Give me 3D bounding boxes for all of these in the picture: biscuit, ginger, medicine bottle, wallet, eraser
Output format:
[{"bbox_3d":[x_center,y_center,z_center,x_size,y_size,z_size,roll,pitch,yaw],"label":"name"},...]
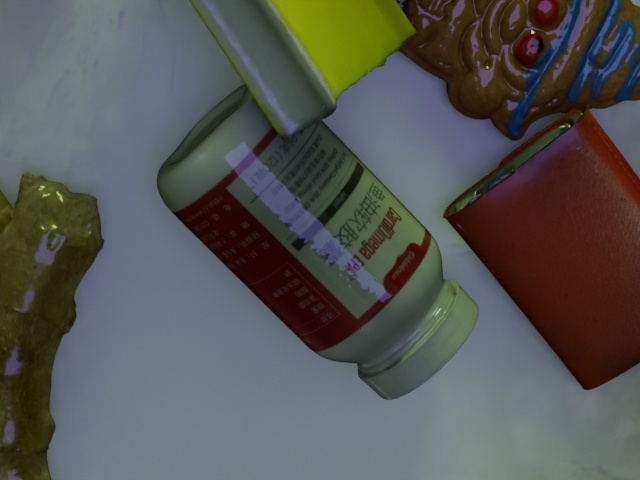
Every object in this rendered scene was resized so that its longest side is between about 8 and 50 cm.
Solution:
[{"bbox_3d":[0.153,-0.173,1.384,0.280,0.043,0.183,14,100,-11],"label":"biscuit"},{"bbox_3d":[-0.229,0.095,1.363,0.118,0.065,0.298,3,98,4],"label":"ginger"},{"bbox_3d":[0.000,0.000,1.348,0.131,0.131,0.250,-45,102,1],"label":"medicine bottle"},{"bbox_3d":[0.212,0.009,1.415,0.142,0.045,0.204,-37,109,9],"label":"wallet"},{"bbox_3d":[-0.033,-0.204,1.287,0.069,0.158,0.226,-28,100,38],"label":"eraser"}]
